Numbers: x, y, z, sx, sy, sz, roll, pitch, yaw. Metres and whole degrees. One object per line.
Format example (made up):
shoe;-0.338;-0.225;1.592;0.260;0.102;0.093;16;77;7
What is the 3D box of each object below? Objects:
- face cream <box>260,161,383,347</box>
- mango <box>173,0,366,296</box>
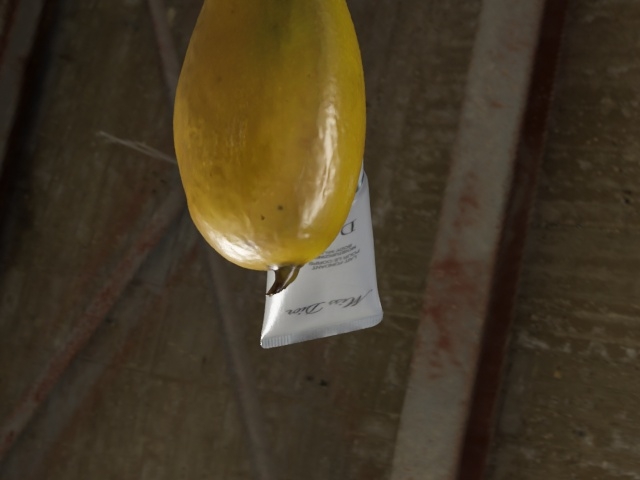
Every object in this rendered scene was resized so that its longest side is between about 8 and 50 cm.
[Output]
face cream;0.000;0.000;1.142;0.143;0.314;0.089;-13;-130;-11
mango;-0.042;-0.113;0.887;0.176;0.119;0.317;-4;-98;47
